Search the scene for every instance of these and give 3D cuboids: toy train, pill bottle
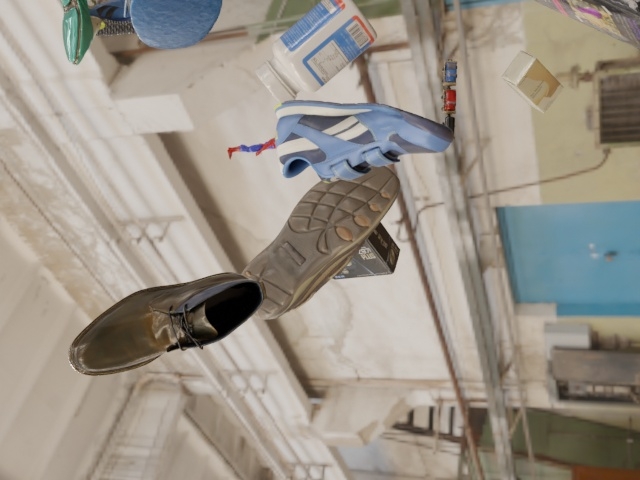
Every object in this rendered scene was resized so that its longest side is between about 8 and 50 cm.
[{"bbox_3d":[0.233,-0.255,1.372,0.036,0.027,0.158,80,-168,-82],"label":"toy train"},{"bbox_3d":[-0.012,-0.359,1.433,0.124,0.221,0.124,50,-172,-10],"label":"pill bottle"}]

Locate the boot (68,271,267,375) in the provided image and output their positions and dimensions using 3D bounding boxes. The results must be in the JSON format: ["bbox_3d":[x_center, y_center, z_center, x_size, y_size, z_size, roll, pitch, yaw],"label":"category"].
[{"bbox_3d":[-0.161,0.085,0.818,0.219,0.106,0.082,-24,-87,-24],"label":"boot"}]

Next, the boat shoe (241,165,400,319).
[{"bbox_3d":[0.000,0.000,1.362,0.132,0.355,0.130,50,-175,17],"label":"boat shoe"}]

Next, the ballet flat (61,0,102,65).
[{"bbox_3d":[-0.532,-0.512,1.683,0.087,0.083,0.247,-9,-94,-43],"label":"ballet flat"}]

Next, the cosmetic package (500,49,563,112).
[{"bbox_3d":[0.373,-0.277,1.326,0.115,0.041,0.060,23,-74,-45],"label":"cosmetic package"}]

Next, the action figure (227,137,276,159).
[{"bbox_3d":[-0.120,-0.178,1.456,0.038,0.115,0.030,-92,-13,-76],"label":"action figure"}]

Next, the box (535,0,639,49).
[{"bbox_3d":[0.462,-0.441,1.209,0.165,0.270,0.143,-56,-31,7],"label":"box"}]

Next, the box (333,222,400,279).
[{"bbox_3d":[0.077,0.016,1.820,0.147,0.180,0.077,52,-135,-38],"label":"box"}]

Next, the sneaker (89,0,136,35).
[{"bbox_3d":[-0.488,-0.536,1.786,0.069,0.209,0.082,120,141,-64],"label":"sneaker"}]

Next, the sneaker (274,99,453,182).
[{"bbox_3d":[0.029,-0.069,0.558,0.053,0.144,0.059,12,-94,-58],"label":"sneaker"}]

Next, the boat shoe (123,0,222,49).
[{"bbox_3d":[-0.133,-0.276,0.694,0.258,0.109,0.089,124,136,-64],"label":"boat shoe"}]
